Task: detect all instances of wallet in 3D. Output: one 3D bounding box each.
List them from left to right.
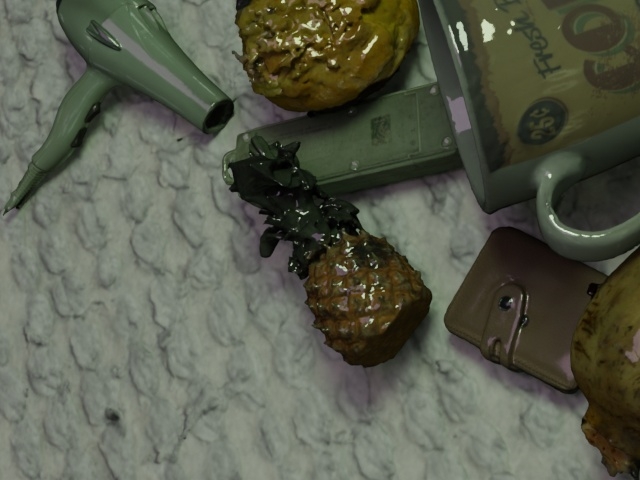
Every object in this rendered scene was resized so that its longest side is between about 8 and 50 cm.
[{"bbox_3d":[0.188,0.061,1.684,0.153,0.039,0.118,27,87,34],"label":"wallet"}]

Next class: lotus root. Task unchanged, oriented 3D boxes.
[{"bbox_3d":[0.291,0.072,1.556,0.154,0.140,0.257,30,85,28],"label":"lotus root"}]

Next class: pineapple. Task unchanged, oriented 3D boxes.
[{"bbox_3d":[0.000,0.000,1.752,0.237,0.111,0.119,50,130,21],"label":"pineapple"}]

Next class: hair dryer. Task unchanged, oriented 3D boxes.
[{"bbox_3d":[-0.202,-0.120,1.976,0.229,0.092,0.267,21,99,29],"label":"hair dryer"}]

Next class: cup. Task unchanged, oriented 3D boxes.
[{"bbox_3d":[0.235,-0.130,1.596,0.257,0.227,0.301,-16,62,3],"label":"cup"}]

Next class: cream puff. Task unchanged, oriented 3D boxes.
[{"bbox_3d":[-0.003,-0.206,1.809,0.189,0.129,0.189,-22,37,18],"label":"cream puff"}]

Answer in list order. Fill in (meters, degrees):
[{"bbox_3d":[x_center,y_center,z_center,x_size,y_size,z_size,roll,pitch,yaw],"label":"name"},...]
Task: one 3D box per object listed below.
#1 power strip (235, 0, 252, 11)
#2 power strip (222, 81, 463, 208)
[{"bbox_3d":[-0.062,-0.278,1.955,0.038,0.029,0.111,-8,68,30],"label":"power strip"},{"bbox_3d":[0.032,-0.088,1.821,0.272,0.052,0.078,-13,68,29],"label":"power strip"}]
